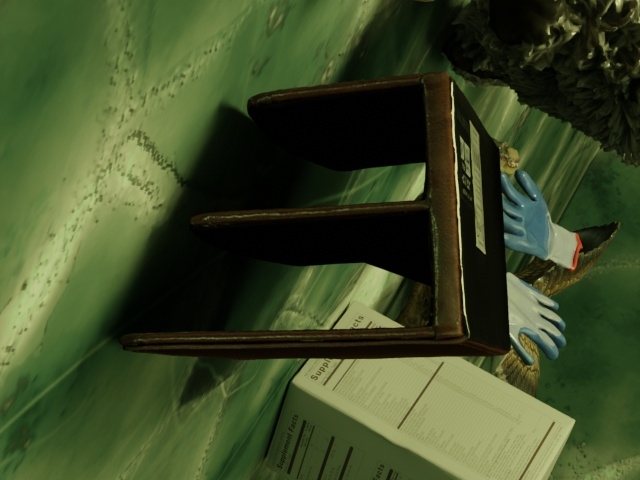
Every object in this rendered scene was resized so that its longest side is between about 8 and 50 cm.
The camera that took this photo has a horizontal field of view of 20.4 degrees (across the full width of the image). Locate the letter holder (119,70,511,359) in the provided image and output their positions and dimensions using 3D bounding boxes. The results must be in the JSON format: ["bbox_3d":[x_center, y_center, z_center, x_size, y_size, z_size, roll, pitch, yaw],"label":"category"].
[{"bbox_3d":[0.000,0.000,1.135,0.302,0.214,0.152,25,62,-78],"label":"letter holder"}]

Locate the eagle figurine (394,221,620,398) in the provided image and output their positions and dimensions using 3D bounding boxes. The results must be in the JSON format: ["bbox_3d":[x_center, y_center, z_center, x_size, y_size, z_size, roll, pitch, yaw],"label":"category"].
[{"bbox_3d":[0.215,0.071,2.021,0.226,0.298,0.225,-29,-121,43],"label":"eagle figurine"}]

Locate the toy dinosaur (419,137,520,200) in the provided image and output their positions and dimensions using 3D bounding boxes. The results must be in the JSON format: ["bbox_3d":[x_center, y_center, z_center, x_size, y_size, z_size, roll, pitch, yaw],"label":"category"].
[{"bbox_3d":[0.135,-0.027,1.831,0.268,0.064,0.118,-40,141,-61],"label":"toy dinosaur"}]

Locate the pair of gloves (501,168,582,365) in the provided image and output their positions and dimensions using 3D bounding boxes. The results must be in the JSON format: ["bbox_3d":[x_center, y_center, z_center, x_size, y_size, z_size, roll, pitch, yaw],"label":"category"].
[{"bbox_3d":[0.217,0.029,1.852,0.023,0.159,0.198,-15,-128,41],"label":"pair of gloves"}]

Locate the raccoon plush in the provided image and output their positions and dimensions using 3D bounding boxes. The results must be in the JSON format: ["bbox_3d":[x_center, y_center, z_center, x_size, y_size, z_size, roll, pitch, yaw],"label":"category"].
[{"bbox_3d":[0.271,-0.115,1.327,0.216,0.299,0.446,-41,180,1],"label":"raccoon plush"}]

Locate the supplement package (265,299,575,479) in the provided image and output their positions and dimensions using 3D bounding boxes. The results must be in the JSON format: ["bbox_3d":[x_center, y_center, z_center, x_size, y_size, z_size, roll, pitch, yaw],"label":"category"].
[{"bbox_3d":[0.092,0.193,1.690,0.139,0.244,0.134,-49,163,-43],"label":"supplement package"}]
